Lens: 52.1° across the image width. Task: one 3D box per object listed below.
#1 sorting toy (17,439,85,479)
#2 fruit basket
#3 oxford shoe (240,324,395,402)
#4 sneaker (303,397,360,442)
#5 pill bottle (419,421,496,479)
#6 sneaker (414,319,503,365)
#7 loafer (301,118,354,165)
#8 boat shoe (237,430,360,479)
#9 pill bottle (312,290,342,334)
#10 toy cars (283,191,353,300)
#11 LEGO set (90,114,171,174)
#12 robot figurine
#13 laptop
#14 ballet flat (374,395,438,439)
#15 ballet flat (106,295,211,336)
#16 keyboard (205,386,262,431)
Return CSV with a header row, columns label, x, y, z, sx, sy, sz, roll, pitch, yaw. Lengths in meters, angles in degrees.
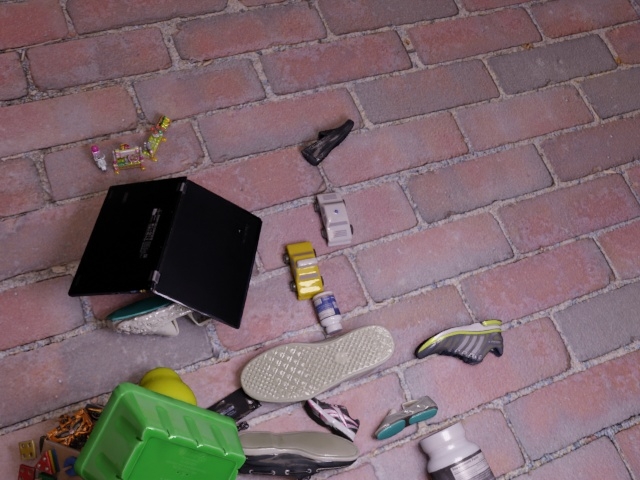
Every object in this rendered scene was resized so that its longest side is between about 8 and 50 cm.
label,x,y,z,sx,sy,sz,roll,pitch,yaw
sorting toy,-0.654,0.573,1.609,0.275,0.046,0.132,11,91,20
fruit basket,-0.404,0.493,1.659,0.392,0.392,0.282,27,84,1
oxford shoe,-0.004,0.357,1.875,0.450,0.130,0.169,-17,75,-6
sneaker,0.035,0.494,1.858,0.178,0.072,0.077,41,53,-1
pill bottle,0.392,0.654,1.799,0.162,0.162,0.278,-20,71,-19
sneaker,0.431,0.323,1.986,0.300,0.111,0.121,-11,73,-14
loafer,0.027,-0.345,2.214,0.078,0.076,0.223,45,69,1
boat shoe,-0.067,0.592,1.766,0.340,0.127,0.112,4,105,-12
pill bottle,0.025,0.218,1.969,0.067,0.067,0.120,-13,70,-17
toy cars,0.000,0.000,2.050,0.177,0.087,0.393,28,64,2
LEGO set,-0.572,-0.307,2.060,0.287,0.107,0.132,-34,77,-23
robot figurine,-0.586,0.562,1.683,0.211,0.085,0.291,-36,78,-24
laptop,-0.424,0.039,1.861,0.408,0.236,0.381,-5,53,18
ballet flat,0.238,0.509,1.894,0.213,0.072,0.068,-18,44,-19
ballet flat,-0.392,0.198,1.867,0.409,0.147,0.146,-23,73,-19
keyboard,-0.251,0.490,1.819,0.180,0.023,0.108,-29,69,-21
